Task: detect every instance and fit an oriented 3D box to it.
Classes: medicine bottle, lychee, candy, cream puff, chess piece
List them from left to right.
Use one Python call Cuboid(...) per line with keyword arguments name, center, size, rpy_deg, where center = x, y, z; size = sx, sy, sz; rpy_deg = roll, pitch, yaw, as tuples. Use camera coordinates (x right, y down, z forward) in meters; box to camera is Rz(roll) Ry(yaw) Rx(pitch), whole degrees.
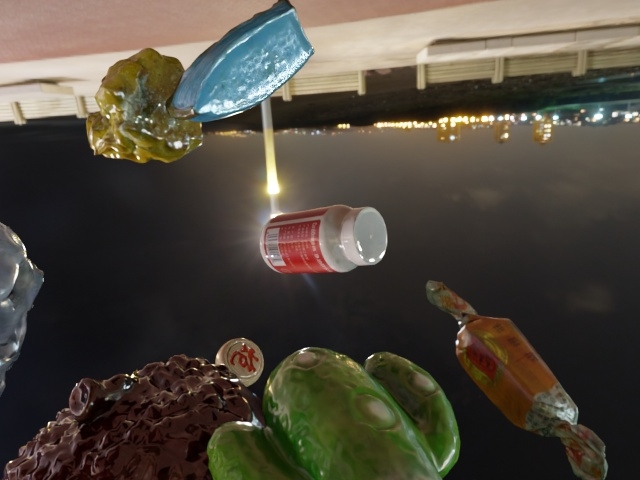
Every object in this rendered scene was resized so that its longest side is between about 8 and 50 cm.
Cuboid(name="cream puff", center=(-0.230, -0.164, 0.546), size=(0.116, 0.146, 0.146), rpy_deg=(-3, -166, 29))
Cuboid(name="lychee", center=(-0.182, 0.284, 0.473), size=(0.305, 0.331, 0.306), rpy_deg=(-15, -164, 4))
Cuboid(name="chess piece", center=(-0.138, 0.210, 0.720), size=(0.038, 0.084, 0.083), rpy_deg=(-45, 168, 36))
Cuboid(name="medicine bottle", center=(0.000, 0.000, 0.839), size=(0.250, 0.131, 0.131), rpy_deg=(-5, -169, 41))
Cuboid(name="candy", center=(0.143, 0.095, 0.323), size=(0.046, 0.053, 0.182), rpy_deg=(-12, -143, -18))

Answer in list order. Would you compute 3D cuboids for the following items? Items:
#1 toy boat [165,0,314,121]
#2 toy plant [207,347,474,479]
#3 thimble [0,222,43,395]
Cuboid(name="toy boat", center=(-0.095, -0.195, 0.477), size=(0.185, 0.075, 0.077), rpy_deg=(-40, -141, -3))
Cuboid(name="toy plant", center=(0.037, 0.193, 0.312), size=(0.224, 0.185, 0.316), rpy_deg=(-7, -161, -17))
Cuboid(name="thimble", center=(-0.302, 0.084, 0.268), size=(0.172, 0.236, 0.205), rpy_deg=(16, 140, -29))
